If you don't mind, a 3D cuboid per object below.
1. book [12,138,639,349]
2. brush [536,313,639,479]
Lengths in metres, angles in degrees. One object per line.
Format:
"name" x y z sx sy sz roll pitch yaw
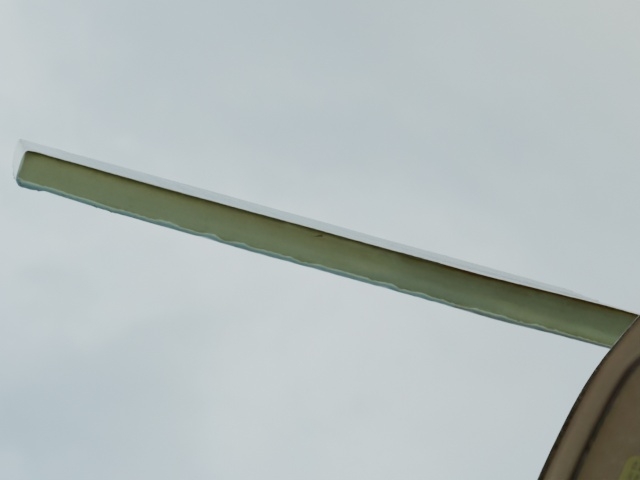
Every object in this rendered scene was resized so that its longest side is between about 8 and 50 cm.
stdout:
"book" 0.000 0.000 0.917 0.295 0.020 0.208 16 -178 -10
"brush" 0.133 0.043 0.674 0.072 0.067 0.313 10 -114 30
